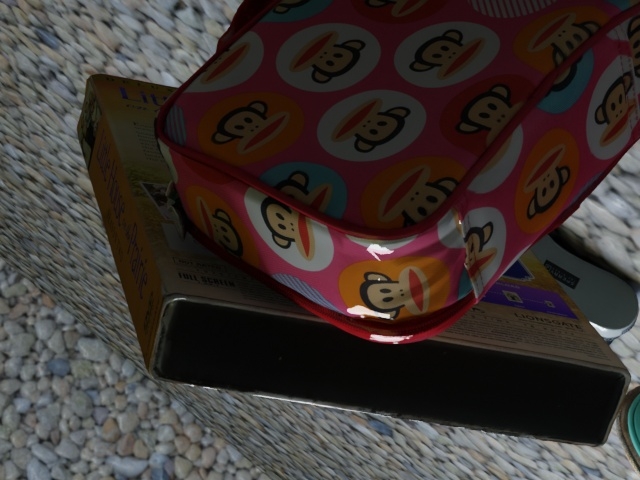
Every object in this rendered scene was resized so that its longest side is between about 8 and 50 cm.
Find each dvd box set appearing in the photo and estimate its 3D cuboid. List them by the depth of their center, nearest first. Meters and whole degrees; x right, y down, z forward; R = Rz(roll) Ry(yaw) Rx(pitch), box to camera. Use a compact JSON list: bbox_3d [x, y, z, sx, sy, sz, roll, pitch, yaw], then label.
[{"bbox_3d":[0.000,0.000,1.274,0.307,0.062,0.420,10,-160,-19],"label":"dvd box set"}]

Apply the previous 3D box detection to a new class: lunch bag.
[{"bbox_3d":[0.044,-0.092,1.111,0.258,0.293,0.120,28,148,34],"label":"lunch bag"}]

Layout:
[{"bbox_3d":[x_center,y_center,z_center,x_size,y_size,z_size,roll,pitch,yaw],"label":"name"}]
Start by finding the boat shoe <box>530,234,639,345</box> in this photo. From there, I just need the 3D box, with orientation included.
[{"bbox_3d":[0.175,0.031,1.516,0.183,0.065,0.083,35,160,7],"label":"boat shoe"}]

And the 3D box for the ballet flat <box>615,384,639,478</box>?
[{"bbox_3d":[0.384,0.238,1.567,0.316,0.107,0.106,37,169,9],"label":"ballet flat"}]
